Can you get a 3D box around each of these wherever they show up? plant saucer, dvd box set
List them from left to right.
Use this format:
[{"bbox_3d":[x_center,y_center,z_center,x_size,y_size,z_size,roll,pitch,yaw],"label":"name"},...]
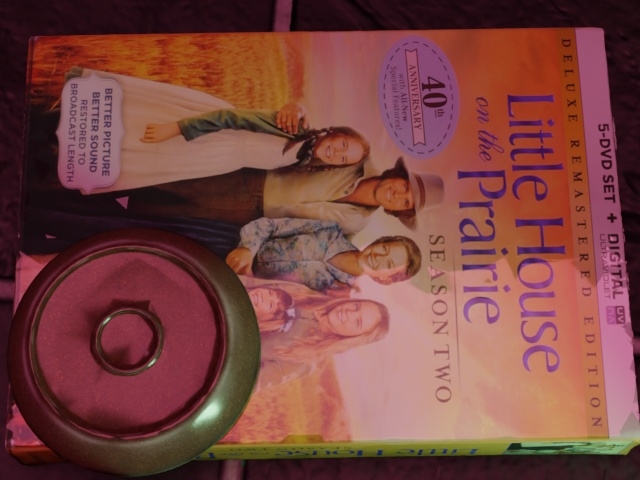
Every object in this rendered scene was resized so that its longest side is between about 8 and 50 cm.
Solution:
[{"bbox_3d":[-0.124,0.067,0.837,0.168,0.029,0.169,0,72,0],"label":"plant saucer"},{"bbox_3d":[0.000,0.000,0.903,0.420,0.062,0.308,0,73,0],"label":"dvd box set"}]
